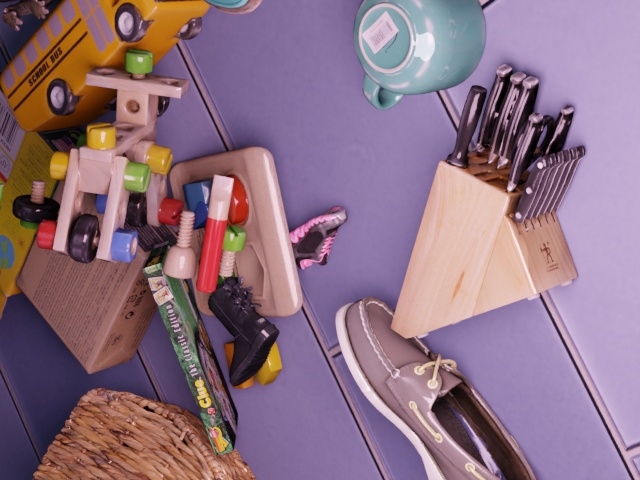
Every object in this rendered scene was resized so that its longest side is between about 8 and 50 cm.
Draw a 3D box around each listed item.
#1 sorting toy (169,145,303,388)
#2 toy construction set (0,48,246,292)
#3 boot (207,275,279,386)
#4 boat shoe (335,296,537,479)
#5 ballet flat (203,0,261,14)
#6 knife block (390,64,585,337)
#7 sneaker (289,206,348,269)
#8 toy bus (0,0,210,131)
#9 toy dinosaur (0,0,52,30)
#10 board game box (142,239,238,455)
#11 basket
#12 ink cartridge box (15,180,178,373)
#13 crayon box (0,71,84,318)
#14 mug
[{"bbox_3d":[-0.108,0.042,1.752,0.229,0.041,0.307,-6,97,56],"label":"sorting toy"},{"bbox_3d":[-0.214,-0.097,1.660,0.309,0.257,0.237,21,109,32],"label":"toy construction set"},{"bbox_3d":[-0.106,0.111,1.721,0.099,0.045,0.121,48,133,21],"label":"boot"},{"bbox_3d":[0.132,0.183,1.564,0.091,0.109,0.305,-42,79,39],"label":"boat shoe"},{"bbox_3d":[-0.133,-0.354,1.648,0.316,0.106,0.108,38,120,39],"label":"ballet flat"},{"bbox_3d":[0.164,-0.043,1.487,0.275,0.088,0.242,-24,84,43],"label":"knife block"},{"bbox_3d":[0.000,0.000,1.676,0.119,0.047,0.057,-32,85,49],"label":"sneaker"},{"bbox_3d":[-0.289,-0.260,1.817,0.332,0.108,0.130,-37,74,41],"label":"toy bus"},{"bbox_3d":[-0.386,-0.363,1.871,0.121,0.160,0.313,41,142,-6],"label":"toy dinosaur"},{"bbox_3d":[-0.164,0.135,1.769,0.030,0.136,0.260,-19,102,6],"label":"board game box"},{"bbox_3d":[-0.206,0.346,1.912,0.299,0.223,0.213,29,86,33],"label":"basket"},{"bbox_3d":[-0.309,0.036,1.925,0.193,0.088,0.235,48,128,23],"label":"ink cartridge box"},{"bbox_3d":[-0.452,-0.066,2.029,0.202,0.081,0.318,47,127,22],"label":"crayon box"},{"bbox_3d":[0.099,-0.210,1.493,0.129,0.097,0.158,16,111,38],"label":"mug"}]
